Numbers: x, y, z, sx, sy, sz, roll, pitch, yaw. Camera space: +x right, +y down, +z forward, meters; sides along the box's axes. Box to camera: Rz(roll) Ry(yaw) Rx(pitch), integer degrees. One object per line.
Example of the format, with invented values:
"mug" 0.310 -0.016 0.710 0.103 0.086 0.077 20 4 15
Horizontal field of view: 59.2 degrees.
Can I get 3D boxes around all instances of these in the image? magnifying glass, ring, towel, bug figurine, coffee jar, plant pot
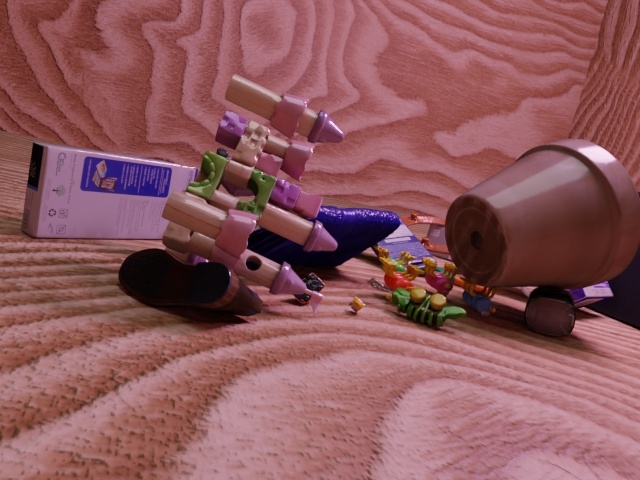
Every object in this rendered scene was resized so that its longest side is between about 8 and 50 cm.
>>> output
"magnifying glass" 0.332 0.097 1.470 0.231 0.026 0.092 18 10 39
"ring" 0.373 -0.028 1.749 0.337 0.032 0.336 6 20 -2
"towel" 0.000 0.000 1.174 0.308 0.076 0.228 0 -20 -47
"bug figurine" 0.228 0.089 1.192 0.279 0.072 0.216 14 13 -18
"coffee jar" 0.486 0.146 1.191 0.096 0.079 0.184 9 7 23
"plant pot" 0.426 -0.029 1.162 0.280 0.323 0.323 -14 20 -24

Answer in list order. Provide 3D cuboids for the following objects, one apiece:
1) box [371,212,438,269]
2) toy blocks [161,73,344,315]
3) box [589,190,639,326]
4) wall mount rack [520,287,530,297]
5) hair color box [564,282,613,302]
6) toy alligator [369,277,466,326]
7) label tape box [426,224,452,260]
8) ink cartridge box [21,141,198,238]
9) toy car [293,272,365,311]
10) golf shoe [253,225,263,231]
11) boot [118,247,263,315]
"box" 0.200 0.010 1.508 0.136 0.036 0.225 -7 41 -28
"toy blocks" -0.086 -0.050 0.926 0.260 0.288 0.309 23 -26 -7
"box" 0.865 0.046 1.515 0.179 0.343 0.312 10 10 -24
"wall mount rack" 0.549 0.020 1.570 0.304 0.350 0.130 5 -26 -31
"hair color box" 0.622 0.005 1.475 0.185 0.338 0.110 4 -27 -44
"toy alligator" 0.164 0.118 1.015 0.190 0.056 0.051 17 50 25
"label tape box" 0.560 0.032 1.906 0.348 0.115 0.249 16 10 30
"ink cartridge box" -0.399 -0.087 1.108 0.065 0.165 0.333 18 9 37
"toy car" 0.009 0.106 0.961 0.122 0.060 0.040 30 -34 4
"golf shoe" -0.055 -0.021 1.341 0.105 0.120 0.273 19 9 42
"boot" -0.188 0.070 0.810 0.219 0.082 0.106 9 -19 32
